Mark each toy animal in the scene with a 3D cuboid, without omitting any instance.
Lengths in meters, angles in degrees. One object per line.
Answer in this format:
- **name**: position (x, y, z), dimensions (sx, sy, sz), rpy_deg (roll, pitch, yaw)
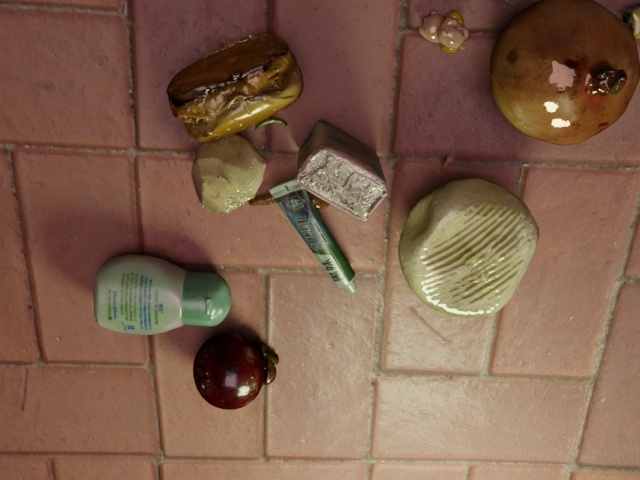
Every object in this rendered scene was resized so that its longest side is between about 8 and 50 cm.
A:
- **toy animal**: position (0.299, -0.499, 1.529), dimensions (0.114, 0.082, 0.091), rpy_deg (28, 107, -11)

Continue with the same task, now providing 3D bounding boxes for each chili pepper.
- **chili pepper**: position (-0.125, -0.293, 1.635), dimensions (0.083, 0.017, 0.030), rpy_deg (-2, 114, -1)

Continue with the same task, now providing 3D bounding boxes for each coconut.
- **coconut**: position (-0.227, -0.175, 1.600), dimensions (0.194, 0.194, 0.195), rpy_deg (-1, 112, -1)

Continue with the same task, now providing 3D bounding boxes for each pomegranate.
- **pomegranate**: position (0.553, -0.374, 1.460), dimensions (0.337, 0.338, 0.339), rpy_deg (-1, 112, -1)

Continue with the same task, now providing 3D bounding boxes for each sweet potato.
- **sweet potato**: position (-0.084, -0.107, 1.699), dimensions (0.214, 0.050, 0.050), rpy_deg (3, 112, 1)

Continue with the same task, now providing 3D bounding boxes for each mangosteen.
- **mangosteen**: position (-0.225, 0.359, 1.815), dimensions (0.257, 0.215, 0.215), rpy_deg (0, 117, -40)

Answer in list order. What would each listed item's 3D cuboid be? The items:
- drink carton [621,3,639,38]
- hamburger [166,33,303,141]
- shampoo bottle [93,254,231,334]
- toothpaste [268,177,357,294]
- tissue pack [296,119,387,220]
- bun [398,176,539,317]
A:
- **drink carton**: position (0.822, -0.537, 1.533), dimensions (0.199, 0.074, 0.084), rpy_deg (-14, 113, 3)
- **hamburger**: position (-0.193, -0.343, 1.470), dimensions (0.304, 0.284, 0.174), rpy_deg (-24, 113, 8)
- **shampoo bottle**: position (-0.413, 0.150, 1.737), dimensions (0.349, 0.151, 0.222), rpy_deg (4, 106, -2)
- **toothpaste**: position (0.000, 0.000, 1.710), dimensions (0.098, 0.061, 0.392), rpy_deg (-17, 123, 26)
- **tissue pack**: position (0.048, -0.173, 1.553), dimensions (0.201, 0.271, 0.124), rpy_deg (27, 111, -12)
- **bun**: position (0.371, 0.012, 1.661), dimensions (0.348, 0.227, 0.353), rpy_deg (-32, 107, 11)
